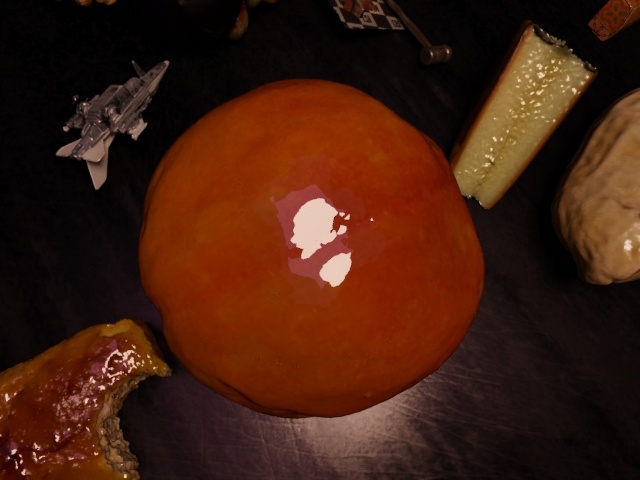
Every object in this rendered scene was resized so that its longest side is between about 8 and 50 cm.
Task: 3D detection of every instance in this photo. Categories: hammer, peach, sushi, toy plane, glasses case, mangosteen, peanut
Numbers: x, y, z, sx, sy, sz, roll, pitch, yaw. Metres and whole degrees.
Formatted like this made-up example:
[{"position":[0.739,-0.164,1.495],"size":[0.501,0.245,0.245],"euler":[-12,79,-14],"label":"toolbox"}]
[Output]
[{"position":[0.114,-0.404,0.720],"size":[0.058,0.029,0.292],"euler":[-24,74,-38],"label":"hammer"},{"position":[0.000,0.000,0.455],"size":[0.302,0.343,0.342],"euler":[-26,77,8],"label":"peach"},{"position":[0.040,-0.414,0.720],"size":[0.139,0.031,0.200],"euler":[-18,73,-34],"label":"sushi"},{"position":[-0.292,-0.192,0.615],"size":[0.160,0.082,0.233],"euler":[12,72,27],"label":"toy plane"},{"position":[0.573,-0.422,0.738],"size":[0.218,0.075,0.049],"euler":[-30,81,-12],"label":"glasses case"},{"position":[-0.173,-0.390,0.636],"size":[0.231,0.194,0.194],"euler":[-14,74,-35],"label":"mangosteen"},{"position":[0.427,-0.077,0.588],"size":[0.174,0.158,0.339],"euler":[26,74,44],"label":"peanut"}]

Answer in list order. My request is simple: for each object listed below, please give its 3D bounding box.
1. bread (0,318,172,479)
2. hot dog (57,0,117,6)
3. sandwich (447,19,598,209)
[{"position":[-0.337,0.244,0.473],"size":[0.381,0.109,0.185],"euler":[-30,78,-13],"label":"bread"},{"position":[-0.389,-0.519,0.692],"size":[0.135,0.100,0.336],"euler":[-9,76,-15],"label":"hot dog"},{"position":[0.271,-0.174,0.627],"size":[0.122,0.128,0.235],"euler":[31,118,6],"label":"sandwich"}]
